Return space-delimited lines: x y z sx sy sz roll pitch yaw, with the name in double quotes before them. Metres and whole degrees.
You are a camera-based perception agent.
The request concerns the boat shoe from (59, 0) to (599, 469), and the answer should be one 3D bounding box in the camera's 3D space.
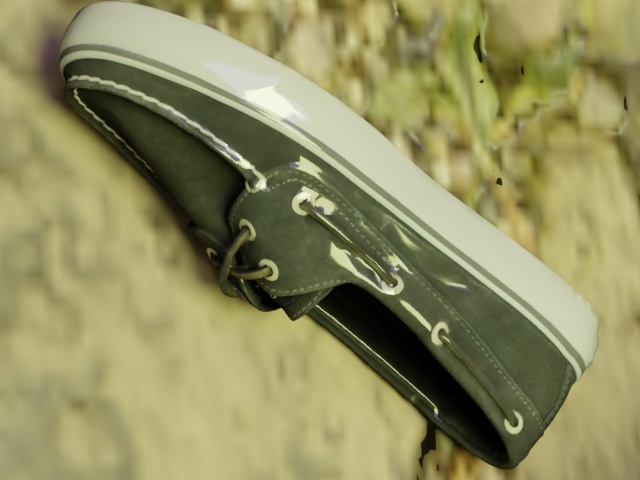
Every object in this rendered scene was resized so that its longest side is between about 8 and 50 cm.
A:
"boat shoe" 0.000 0.000 0.376 0.142 0.049 0.040 34 67 -13
